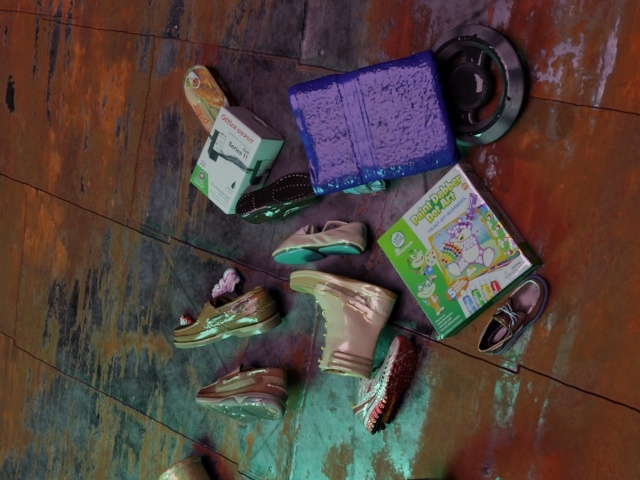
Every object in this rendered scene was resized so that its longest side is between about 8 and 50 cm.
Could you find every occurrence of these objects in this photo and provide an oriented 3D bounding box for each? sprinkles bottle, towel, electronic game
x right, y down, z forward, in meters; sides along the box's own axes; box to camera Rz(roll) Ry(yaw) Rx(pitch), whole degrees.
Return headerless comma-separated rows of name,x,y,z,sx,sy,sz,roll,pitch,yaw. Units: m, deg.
sprinkles bottle,-0.269,0.711,2.127,0.121,0.121,0.355,-46,65,32
towel,0.105,-0.228,1.689,0.308,0.076,0.228,-11,100,22
electronic game,0.286,-0.294,1.643,0.229,0.048,0.229,13,109,41

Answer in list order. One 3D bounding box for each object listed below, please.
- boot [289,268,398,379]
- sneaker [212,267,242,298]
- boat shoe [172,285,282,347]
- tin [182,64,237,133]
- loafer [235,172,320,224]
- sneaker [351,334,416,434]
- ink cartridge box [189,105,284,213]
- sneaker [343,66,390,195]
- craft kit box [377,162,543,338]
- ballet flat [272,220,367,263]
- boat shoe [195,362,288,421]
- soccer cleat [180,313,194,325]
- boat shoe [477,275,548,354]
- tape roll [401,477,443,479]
boot,0.022,0.177,1.834,0.261,0.095,0.204,12,81,32
sneaker,-0.220,0.122,2.091,0.069,0.038,0.098,47,120,27
boat shoe,-0.232,0.177,2.054,0.307,0.110,0.105,-16,100,27
tin,-0.267,-0.341,2.093,0.106,0.040,0.190,-44,67,28
loafer,-0.086,-0.090,1.952,0.220,0.078,0.080,-14,56,27
sneaker,0.123,0.292,1.799,0.092,0.088,0.225,37,114,34
ink cartridge box,-0.196,-0.188,2.015,0.153,0.086,0.208,40,116,29
sneaker,0.113,-0.222,1.776,0.125,0.104,0.262,10,104,20
craft kit box,0.264,0.021,1.686,0.250,0.061,0.247,-46,63,31
ballet flat,0.000,0.000,1.890,0.248,0.086,0.086,-7,89,37
boat shoe,-0.178,0.356,2.044,0.324,0.123,0.117,-11,53,47
soccer cleat,-0.328,0.219,2.195,0.083,0.029,0.036,37,124,34
boat shoe,0.357,0.145,1.611,0.066,0.066,0.183,41,117,28
tape roll,0.202,0.574,1.673,0.072,0.219,0.219,-16,84,39
